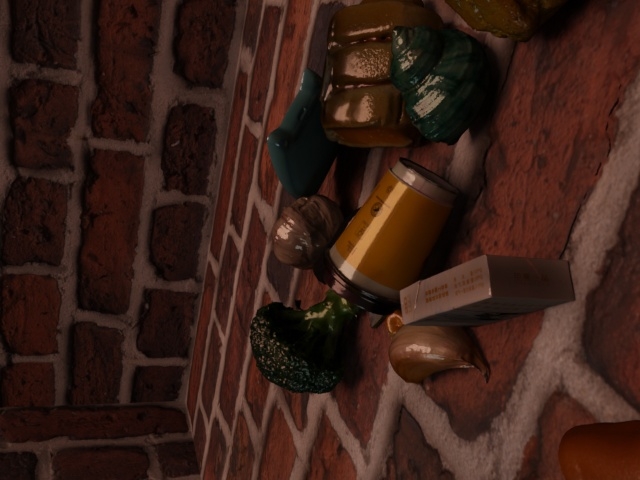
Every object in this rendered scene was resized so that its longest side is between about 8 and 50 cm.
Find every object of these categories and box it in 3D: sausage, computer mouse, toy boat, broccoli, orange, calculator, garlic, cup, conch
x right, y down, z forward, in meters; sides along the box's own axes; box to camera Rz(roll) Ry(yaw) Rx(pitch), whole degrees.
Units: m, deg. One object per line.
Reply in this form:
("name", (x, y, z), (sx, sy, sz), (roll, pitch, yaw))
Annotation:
("sausage", (0.365, 0.253, 0.660), (0.238, 0.098, 0.098), (142, 128, -62))
("computer mouse", (0.087, 0.032, 1.298), (0.269, 0.138, 0.086), (-57, 30, 39))
("toy boat", (0.137, 0.149, 1.325), (0.115, 0.016, 0.063), (125, 143, -50))
("broccoli", (-0.030, 0.238, 1.453), (0.297, 0.297, 0.297), (-43, 29, 0))
("orange", (0.163, 0.161, 1.183), (0.062, 0.086, 0.086), (47, 142, 10))
("calculator", (-0.022, -0.237, 1.457), (0.256, 0.054, 0.386), (-63, -15, -11))
("garlic", (0.193, 0.192, 1.058), (0.207, 0.115, 0.128), (152, 126, -61))
("cup", (0.136, -0.006, 1.119), (0.279, 0.196, 0.196), (-60, 30, 17))
("conch", (0.203, -0.295, 1.033), (0.196, 0.202, 0.134), (-59, -1, -30))
("garlic", (0.000, 0.000, 1.498), (0.212, 0.219, 0.218), (38, 126, 30))

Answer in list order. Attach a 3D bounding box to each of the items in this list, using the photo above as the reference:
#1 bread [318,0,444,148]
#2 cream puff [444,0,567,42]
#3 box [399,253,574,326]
("bread", (0.110, -0.363, 1.238), (0.300, 0.210, 0.341), (-147, 64, -62))
("cream puff", (0.288, -0.422, 0.879), (0.244, 0.196, 0.244), (-58, 7, 11))
("box", (0.245, 0.085, 0.903), (0.233, 0.150, 0.067), (143, 131, -61))
